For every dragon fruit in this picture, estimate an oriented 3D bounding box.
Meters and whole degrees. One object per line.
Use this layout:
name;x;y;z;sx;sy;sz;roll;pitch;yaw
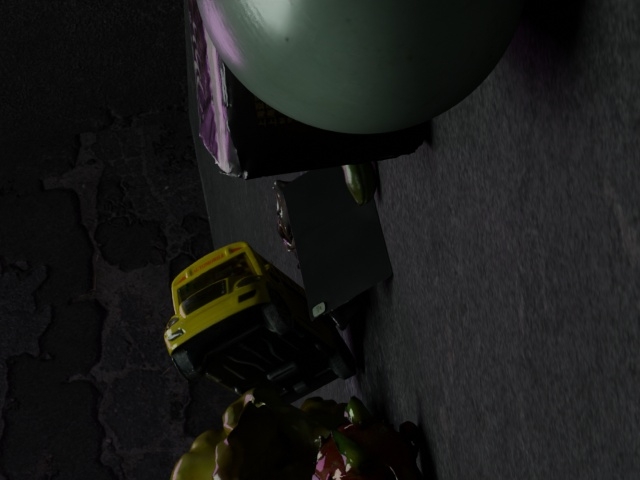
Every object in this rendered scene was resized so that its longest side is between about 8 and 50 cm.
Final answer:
dragon fruit;0.069;0.264;1.826;0.175;0.138;0.142;47;174;40

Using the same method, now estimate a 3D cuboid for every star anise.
star anise;0.000;-0.001;2.100;0.209;0.089;0.231;-129;24;-52

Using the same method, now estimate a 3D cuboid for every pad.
pad;0.016;-0.013;1.965;0.004;0.116;0.193;32;-143;-45

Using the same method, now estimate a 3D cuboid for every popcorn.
popcorn;-0.029;0.346;2.077;0.321;0.325;0.290;-54;12;9

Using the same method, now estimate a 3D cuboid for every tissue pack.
tissue pack;-0.027;-0.261;1.616;0.198;0.210;0.370;-112;17;-74

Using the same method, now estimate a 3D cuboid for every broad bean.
broad bean;0.022;-0.122;1.969;0.214;0.048;0.070;-110;16;-47

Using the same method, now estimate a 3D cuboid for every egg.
egg;0.024;-0.200;1.218;0.371;0.229;0.230;-101;6;-70

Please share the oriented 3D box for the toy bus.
toy bus;-0.079;0.105;2.124;0.152;0.144;0.330;67;-168;25
